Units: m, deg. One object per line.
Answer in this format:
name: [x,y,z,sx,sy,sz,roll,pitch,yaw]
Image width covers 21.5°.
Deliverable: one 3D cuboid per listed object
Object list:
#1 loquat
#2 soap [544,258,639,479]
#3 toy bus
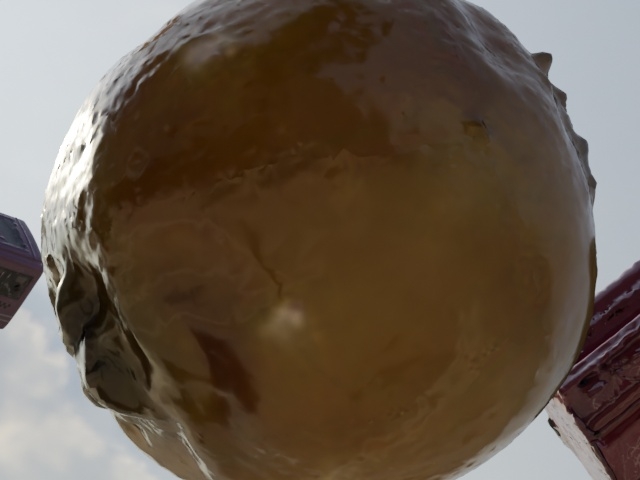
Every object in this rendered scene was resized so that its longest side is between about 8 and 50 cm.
loquat: [0.000,0.000,0.980,0.328,0.328,0.328,9,-35,6]
soap: [0.291,0.086,1.238,0.250,0.099,0.162,-36,-67,-5]
toy bus: [-0.327,0.007,1.420,0.178,0.087,0.098,20,-60,-45]
